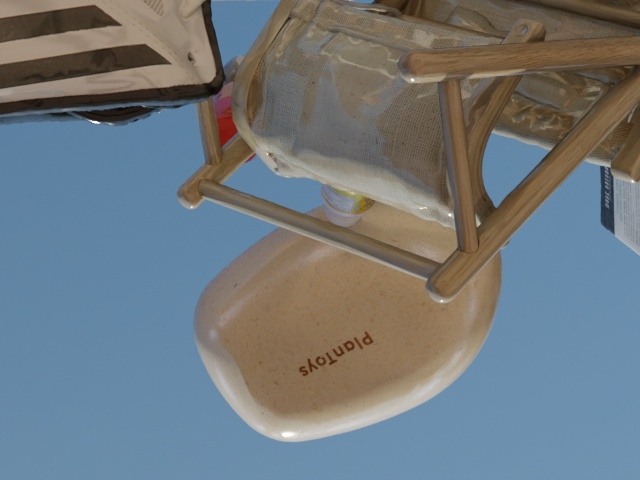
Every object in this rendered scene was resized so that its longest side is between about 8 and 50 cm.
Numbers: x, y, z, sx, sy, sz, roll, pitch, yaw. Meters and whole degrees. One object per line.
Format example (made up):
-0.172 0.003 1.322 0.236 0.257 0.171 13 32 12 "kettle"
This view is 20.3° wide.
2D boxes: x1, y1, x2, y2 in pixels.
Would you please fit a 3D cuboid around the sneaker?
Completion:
-0.105 -0.217 0.971 0.447 0.169 0.257 -45 -66 -29 "sneaker"

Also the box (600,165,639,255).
0.338 -0.019 1.636 0.060 0.244 0.100 -13 -63 -16 "box"

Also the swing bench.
0.068 -0.112 1.144 0.255 0.253 0.165 -29 -57 -34 "swing bench"

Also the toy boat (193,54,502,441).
0.000 0.000 1.467 0.318 0.267 0.148 62 -163 -18 "toy boat"

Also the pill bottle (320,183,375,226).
0.024 -0.046 1.364 0.043 0.083 0.043 5 -124 -8 "pill bottle"
